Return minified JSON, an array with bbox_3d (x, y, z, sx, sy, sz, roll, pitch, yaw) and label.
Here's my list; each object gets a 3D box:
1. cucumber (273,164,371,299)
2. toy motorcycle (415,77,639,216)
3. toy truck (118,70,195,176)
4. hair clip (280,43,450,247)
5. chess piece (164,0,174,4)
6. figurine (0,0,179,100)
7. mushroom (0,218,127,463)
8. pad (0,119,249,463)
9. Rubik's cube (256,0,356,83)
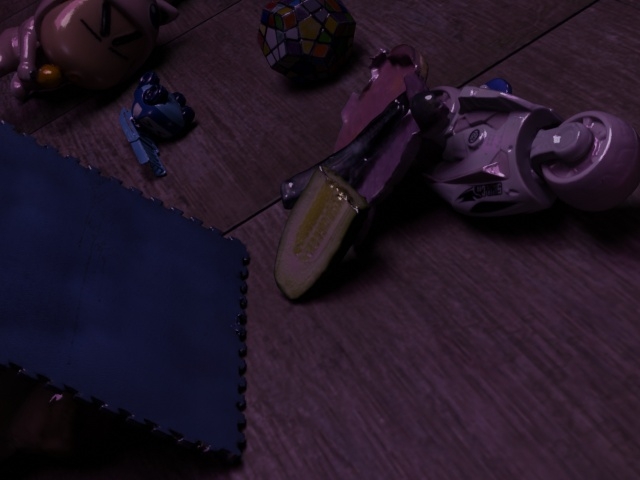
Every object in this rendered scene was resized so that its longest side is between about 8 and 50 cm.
[{"bbox_3d":[0.000,0.000,0.874,0.067,0.035,0.107,47,117,34],"label":"cucumber"},{"bbox_3d":[0.146,-0.065,0.836,0.112,0.112,0.254,-39,29,-15],"label":"toy motorcycle"},{"bbox_3d":[-0.183,-0.132,1.182,0.074,0.063,0.136,-47,35,8],"label":"toy truck"},{"bbox_3d":[0.039,-0.086,0.907,0.187,0.056,0.146,-46,35,28],"label":"hair clip"},{"bbox_3d":[-0.145,-0.435,1.509,0.271,0.139,0.139,-16,34,0],"label":"chess piece"},{"bbox_3d":[-0.328,-0.248,1.373,0.287,0.176,0.186,-23,51,18],"label":"figurine"},{"bbox_3d":[-0.301,0.090,0.864,0.217,0.212,0.292,-36,42,-19],"label":"mushroom"},{"bbox_3d":[-0.170,0.028,0.811,0.012,0.269,0.270,-50,23,28],"label":"pad"},{"bbox_3d":[-0.015,-0.229,1.156,0.093,0.111,0.111,-13,26,-28],"label":"Rubik's cube"}]
